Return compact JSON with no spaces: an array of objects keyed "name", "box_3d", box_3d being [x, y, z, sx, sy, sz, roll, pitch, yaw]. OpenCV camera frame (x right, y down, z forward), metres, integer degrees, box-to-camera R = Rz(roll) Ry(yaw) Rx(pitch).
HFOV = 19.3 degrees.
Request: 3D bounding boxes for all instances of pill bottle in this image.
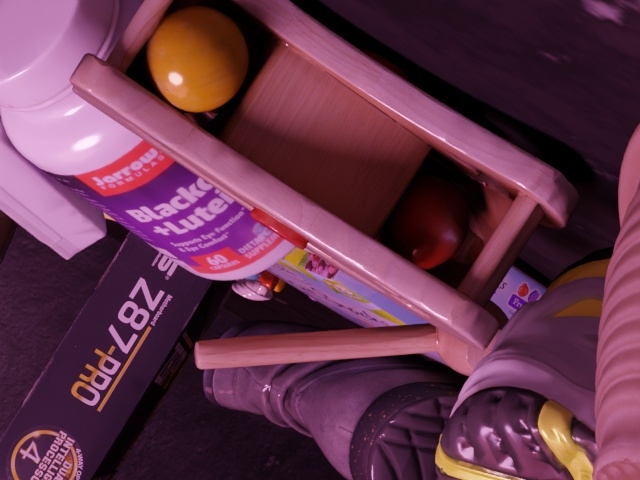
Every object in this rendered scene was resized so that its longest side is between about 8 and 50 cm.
[{"name":"pill bottle","box_3d":[-0.086,-0.065,0.913,0.108,0.108,0.193,25,172,42]}]

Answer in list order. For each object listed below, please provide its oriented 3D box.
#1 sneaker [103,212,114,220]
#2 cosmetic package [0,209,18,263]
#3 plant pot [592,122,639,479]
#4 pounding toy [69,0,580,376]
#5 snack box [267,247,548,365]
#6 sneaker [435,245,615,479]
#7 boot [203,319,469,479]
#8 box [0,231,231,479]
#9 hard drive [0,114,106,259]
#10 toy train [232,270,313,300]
[{"name":"sneaker","box_3d":[-0.146,-0.040,1.503,0.208,0.081,0.094,25,174,37]},{"name":"cosmetic package","box_3d":[-0.302,-0.047,1.488,0.113,0.160,0.309,22,-172,-2]},{"name":"plant pot","box_3d":[0.151,0.066,0.509,0.237,0.110,0.237,44,162,19]},{"name":"pounding toy","box_3d":[0.000,0.000,0.804,0.269,0.155,0.154,34,177,-26]},{"name":"snack box","box_3d":[0.034,0.014,1.135,0.174,0.070,0.207,32,173,-31]},{"name":"sneaker","box_3d":[0.241,0.122,0.750,0.384,0.147,0.145,31,139,-2]},{"name":"boot","box_3d":[0.107,0.121,1.267,0.338,0.118,0.222,20,-177,-35]},{"name":"box","box_3d":[-0.182,0.111,1.757,0.097,0.318,0.395,30,172,1]},{"name":"hard drive","box_3d":[-0.211,-0.121,0.951,0.203,0.040,0.307,60,-177,21]},{"name":"toy train","box_3d":[-0.004,0.026,1.444,0.166,0.046,0.125,16,-170,-35]}]
